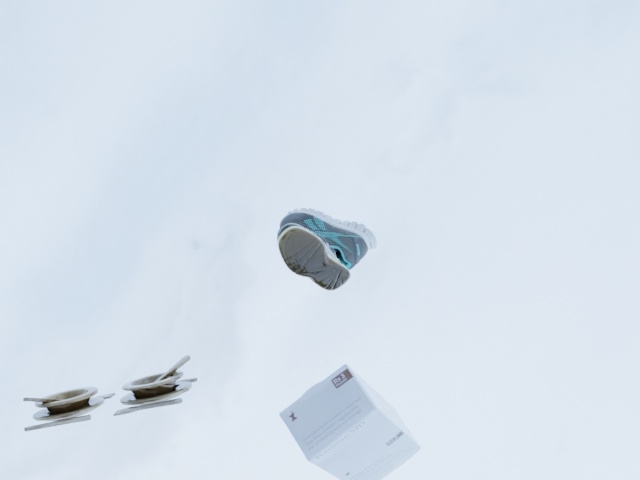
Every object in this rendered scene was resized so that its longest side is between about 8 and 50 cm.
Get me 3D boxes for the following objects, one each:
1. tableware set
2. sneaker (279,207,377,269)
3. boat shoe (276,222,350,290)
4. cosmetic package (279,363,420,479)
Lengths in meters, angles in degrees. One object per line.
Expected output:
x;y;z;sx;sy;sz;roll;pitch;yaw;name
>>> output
-0.252;0.179;1.151;0.194;0.128;0.039;-10;93;1;tableware set
0.000;0.000;1.484;0.076;0.167;0.065;-55;143;-34;sneaker
-0.016;0.017;1.232;0.056;0.049;0.152;-39;141;4;boat shoe
0.046;0.265;1.328;0.117;0.085;0.231;-38;149;3;cosmetic package
